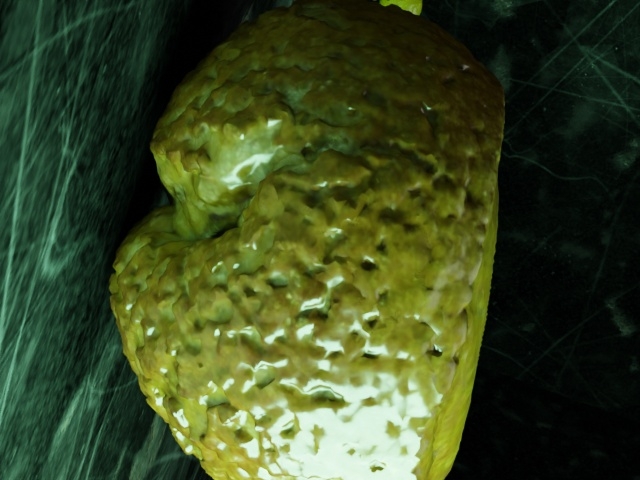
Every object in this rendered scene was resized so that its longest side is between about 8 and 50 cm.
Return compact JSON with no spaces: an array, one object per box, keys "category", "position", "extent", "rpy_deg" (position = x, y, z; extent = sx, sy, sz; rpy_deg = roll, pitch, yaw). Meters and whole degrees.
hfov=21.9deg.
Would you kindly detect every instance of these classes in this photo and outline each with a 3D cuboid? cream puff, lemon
[{"category":"cream puff","position":[-0.009,0.008,0.942],"extent":[0.303,0.212,0.303],"rpy_deg":[11,90,-89]},{"category":"lemon","position":[0.116,-0.342,2.408],"extent":[0.065,0.065,0.092],"rpy_deg":[103,-2,-65]}]
